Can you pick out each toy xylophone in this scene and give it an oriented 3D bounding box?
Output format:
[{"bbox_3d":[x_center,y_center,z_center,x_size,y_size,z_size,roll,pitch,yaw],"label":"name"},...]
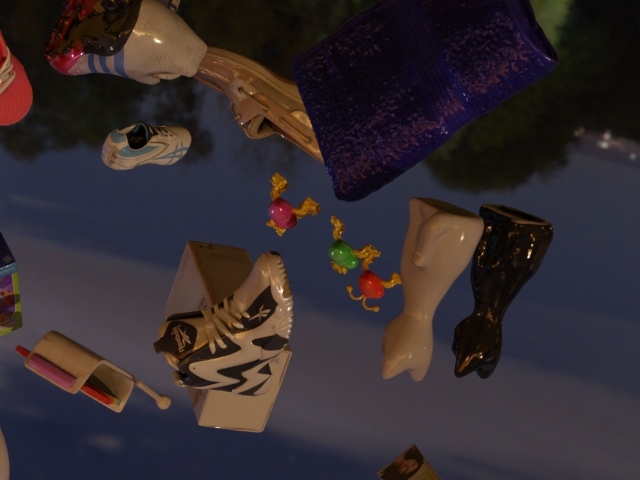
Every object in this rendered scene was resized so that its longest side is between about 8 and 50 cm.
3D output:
[{"bbox_3d":[-0.416,0.258,2.508,0.236,0.081,0.323,27,171,21],"label":"toy xylophone"}]

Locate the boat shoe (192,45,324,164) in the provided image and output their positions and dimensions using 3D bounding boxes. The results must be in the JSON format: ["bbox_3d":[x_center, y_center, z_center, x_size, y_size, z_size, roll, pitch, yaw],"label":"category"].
[{"bbox_3d":[-0.092,-0.207,2.050,0.302,0.098,0.109,27,174,23],"label":"boat shoe"}]

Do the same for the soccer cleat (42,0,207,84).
[{"bbox_3d":[-0.258,-0.249,1.749,0.143,0.116,0.331,26,175,-28],"label":"soccer cleat"}]

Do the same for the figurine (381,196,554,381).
[{"bbox_3d":[0.158,0.065,1.548,0.215,0.209,0.092,3,-165,-45],"label":"figurine"}]

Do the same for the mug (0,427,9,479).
[{"bbox_3d":[-0.548,0.254,1.591,0.328,0.374,0.276,-16,-137,-40],"label":"mug"}]

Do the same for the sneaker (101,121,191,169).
[{"bbox_3d":[-0.327,-0.193,2.616,0.085,0.086,0.237,42,-149,18],"label":"sneaker"}]

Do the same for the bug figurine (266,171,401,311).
[{"bbox_3d":[0.000,0.000,2.100,0.279,0.072,0.216,37,174,17],"label":"bug figurine"}]

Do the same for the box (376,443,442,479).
[{"bbox_3d":[0.163,0.412,2.195,0.058,0.087,0.232,53,177,-15],"label":"box"}]

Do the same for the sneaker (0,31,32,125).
[{"bbox_3d":[-0.447,-0.230,1.717,0.136,0.116,0.314,28,165,32],"label":"sneaker"}]

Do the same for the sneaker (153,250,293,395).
[{"bbox_3d":[-0.127,0.108,1.671,0.153,0.235,0.094,-2,-128,-19],"label":"sneaker"}]

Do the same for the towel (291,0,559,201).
[{"bbox_3d":[0.107,-0.210,1.566,0.076,0.308,0.228,27,-144,-46],"label":"towel"}]

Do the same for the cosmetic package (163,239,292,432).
[{"bbox_3d":[-0.155,0.148,2.158,0.113,0.160,0.309,10,-154,-22],"label":"cosmetic package"}]

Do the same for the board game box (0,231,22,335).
[{"bbox_3d":[-0.728,0.137,2.475,0.347,0.233,0.078,-23,-118,-22],"label":"board game box"}]

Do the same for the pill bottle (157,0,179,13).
[{"bbox_3d":[-0.298,-0.430,2.489,0.067,0.120,0.067,13,167,3],"label":"pill bottle"}]
